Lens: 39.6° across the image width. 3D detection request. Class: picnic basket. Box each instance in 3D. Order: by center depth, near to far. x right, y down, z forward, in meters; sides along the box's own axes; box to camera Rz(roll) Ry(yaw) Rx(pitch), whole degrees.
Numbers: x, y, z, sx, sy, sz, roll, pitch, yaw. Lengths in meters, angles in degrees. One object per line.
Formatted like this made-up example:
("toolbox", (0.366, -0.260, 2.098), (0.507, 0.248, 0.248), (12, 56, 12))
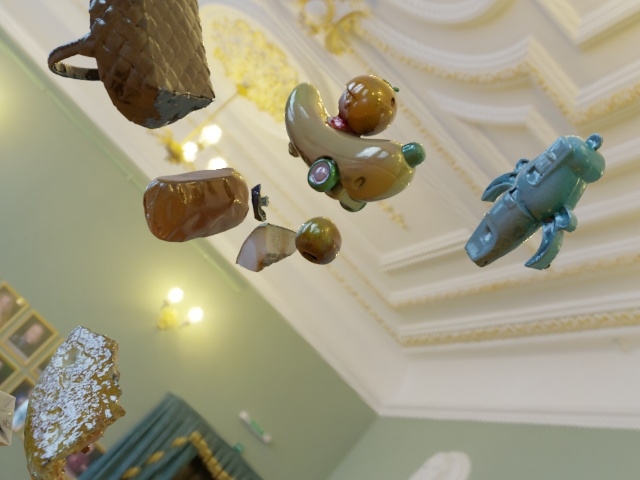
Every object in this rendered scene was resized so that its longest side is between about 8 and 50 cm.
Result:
("picnic basket", (-0.423, -0.399, 1.917), (0.337, 0.337, 0.293), (34, 16, 20))

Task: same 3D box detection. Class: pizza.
("pizza", (-0.397, 0.263, 1.453), (0.365, 0.182, 0.073), (-105, 172, -55))

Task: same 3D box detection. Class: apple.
("apple", (0.000, 0.000, 2.073), (0.114, 0.102, 0.099), (42, -22, -27))

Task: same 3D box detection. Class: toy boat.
("toy boat", (-0.120, -0.076, 1.801), (0.038, 0.038, 0.083), (19, -54, 44))

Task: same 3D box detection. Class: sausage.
("sausage", (-0.249, -0.077, 1.824), (0.120, 0.241, 0.136), (21, -59, 49))

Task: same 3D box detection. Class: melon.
("melon", (-0.132, 0.007, 2.378), (0.093, 0.203, 0.139), (52, -22, 44))

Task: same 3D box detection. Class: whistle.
("whistle", (0.331, -0.063, 1.374), (0.093, 0.274, 0.186), (26, 28, -37))

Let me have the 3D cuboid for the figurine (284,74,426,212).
("figurine", (0.052, -0.194, 1.574), (0.124, 0.222, 0.324), (26, 20, -49))

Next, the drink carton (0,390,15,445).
("drink carton", (-0.667, 0.305, 1.585), (0.134, 0.101, 0.222), (-14, -31, 15))
